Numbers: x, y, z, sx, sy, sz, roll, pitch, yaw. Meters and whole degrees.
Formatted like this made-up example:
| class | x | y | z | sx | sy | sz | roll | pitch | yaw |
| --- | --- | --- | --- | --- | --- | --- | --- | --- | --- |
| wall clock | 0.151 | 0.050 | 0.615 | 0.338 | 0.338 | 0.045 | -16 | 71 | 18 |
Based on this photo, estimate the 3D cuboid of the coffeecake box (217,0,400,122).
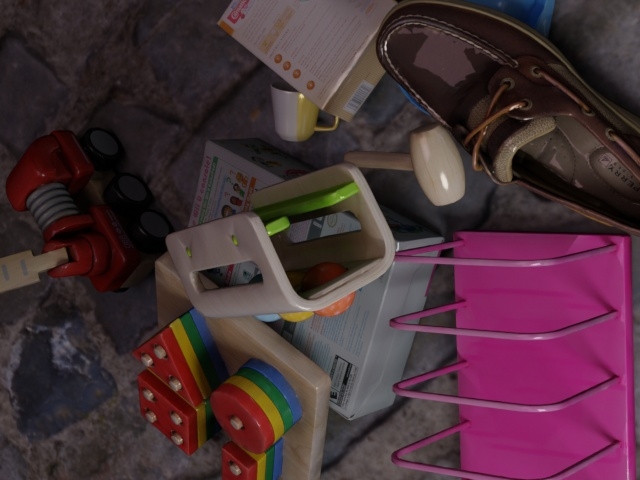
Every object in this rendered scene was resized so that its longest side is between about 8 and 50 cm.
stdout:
| class | x | y | z | sx | sy | sz | roll | pitch | yaw |
| --- | --- | --- | --- | --- | --- | --- | --- | --- | --- |
| coffeecake box | -0.003 | -0.246 | 1.450 | 0.185 | 0.068 | 0.142 | 42 | 103 | 27 |

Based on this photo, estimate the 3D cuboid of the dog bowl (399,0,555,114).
| class | x | y | z | sx | sy | sz | roll | pitch | yaw |
| --- | --- | --- | --- | --- | --- | --- | --- | --- | --- |
| dog bowl | 0.168 | -0.272 | 1.326 | 0.166 | 0.074 | 0.297 | 19 | 108 | 36 |

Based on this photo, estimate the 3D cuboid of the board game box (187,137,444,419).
| class | x | y | z | sx | sy | sz | roll | pitch | yaw |
| --- | --- | --- | --- | --- | --- | --- | --- | --- | --- |
| board game box | -0.025 | 0.036 | 1.511 | 0.303 | 0.097 | 0.224 | 29 | 114 | 32 |

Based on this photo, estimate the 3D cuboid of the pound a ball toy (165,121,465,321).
| class | x | y | z | sx | sy | sz | roll | pitch | yaw |
| --- | --- | --- | --- | --- | --- | --- | --- | --- | --- |
| pound a ball toy | 0.000 | 0.000 | 1.301 | 0.136 | 0.208 | 0.319 | 65 | 156 | -6 |

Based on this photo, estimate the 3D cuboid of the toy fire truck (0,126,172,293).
| class | x | y | z | sx | sy | sz | roll | pitch | yaw |
| --- | --- | --- | --- | --- | --- | --- | --- | --- | --- |
| toy fire truck | -0.356 | -0.019 | 1.675 | 0.158 | 0.246 | 0.217 | -45 | 68 | 33 |

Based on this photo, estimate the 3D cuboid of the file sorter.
| class | x | y | z | sx | sy | sz | roll | pitch | yaw |
| --- | --- | --- | --- | --- | --- | --- | --- | --- | --- |
| file sorter | 0.184 | 0.144 | 1.299 | 0.202 | 0.182 | 0.291 | 2 | 97 | 39 |

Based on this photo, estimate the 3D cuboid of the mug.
| class | x | y | z | sx | sy | sz | roll | pitch | yaw |
| --- | --- | --- | --- | --- | --- | --- | --- | --- | --- |
| mug | -0.024 | -0.149 | 1.510 | 0.078 | 0.062 | 0.064 | 23 | 118 | 42 |

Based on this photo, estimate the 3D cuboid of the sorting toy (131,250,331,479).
| class | x | y | z | sx | sy | sz | roll | pitch | yaw |
| --- | --- | --- | --- | --- | --- | --- | --- | --- | --- |
| sorting toy | -0.119 | 0.182 | 1.523 | 0.257 | 0.089 | 0.255 | 36 | 146 | 23 |

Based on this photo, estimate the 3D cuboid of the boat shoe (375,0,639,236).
| class | x | y | z | sx | sy | sz | roll | pitch | yaw |
| --- | --- | --- | --- | --- | --- | --- | --- | --- | --- |
| boat shoe | 0.193 | -0.112 | 1.222 | 0.342 | 0.123 | 0.123 | 36 | 120 | 3 |
